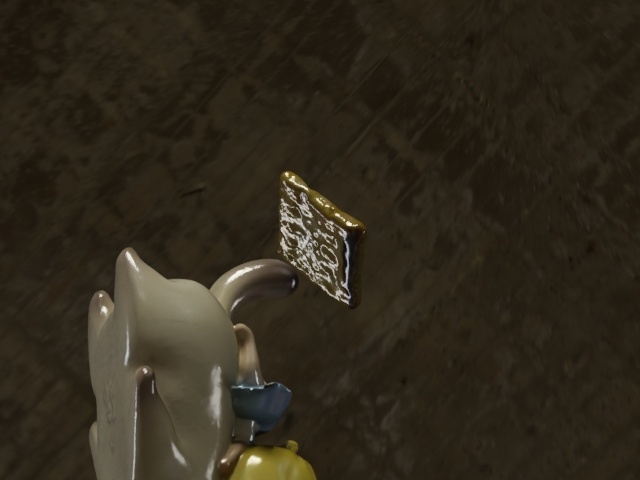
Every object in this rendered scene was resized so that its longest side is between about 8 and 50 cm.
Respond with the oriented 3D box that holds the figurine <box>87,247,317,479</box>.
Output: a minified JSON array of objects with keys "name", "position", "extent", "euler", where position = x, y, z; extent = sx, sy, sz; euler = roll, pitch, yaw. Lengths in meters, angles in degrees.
[{"name":"figurine","position":[-0.024,0.042,0.321],"extent":[0.050,0.047,0.083],"euler":[0,-108,-17]}]

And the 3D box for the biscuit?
[{"name":"biscuit","position":[0.000,0.000,0.994],"extent":[0.081,0.018,0.083],"euler":[36,-36,29]}]
